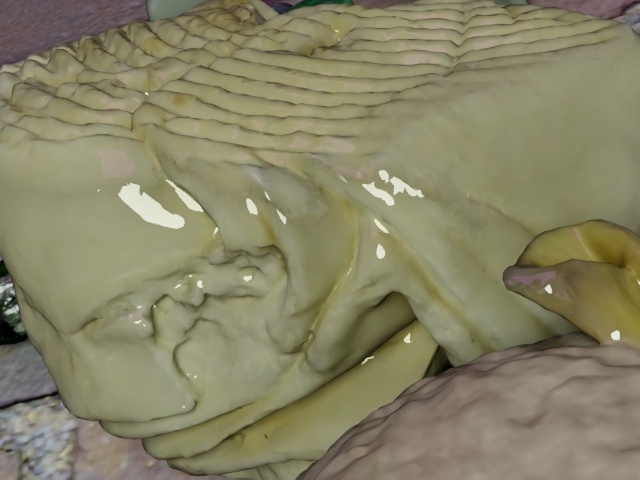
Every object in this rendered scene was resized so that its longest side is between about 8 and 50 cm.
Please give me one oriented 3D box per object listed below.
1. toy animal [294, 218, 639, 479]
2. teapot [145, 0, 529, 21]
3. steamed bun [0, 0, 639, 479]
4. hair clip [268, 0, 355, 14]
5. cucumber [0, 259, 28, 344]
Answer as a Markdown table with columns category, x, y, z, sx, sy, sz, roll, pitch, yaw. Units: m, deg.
| category | x | y | z | sx | sy | sz | roll | pitch | yaw |
| --- | --- | --- | --- | --- | --- | --- | --- | --- | --- |
| toy animal | 0.084 | 0.139 | 0.399 | 0.358 | 0.188 | 0.226 | -23 | 43 | -21 |
| teapot | 0.027 | -0.253 | 0.938 | 0.318 | 0.149 | 0.220 | 3 | 53 | 26 |
| steamed bun | 0.001 | 0.001 | 0.614 | 0.289 | 0.203 | 0.276 | -14 | 27 | -11 |
| hair clip | -0.059 | -0.119 | 0.869 | 0.195 | 0.052 | 0.124 | -13 | 25 | 37 |
| cucumber | -0.096 | -0.023 | 0.793 | 0.294 | 0.067 | 0.067 | -33 | 39 | -11 |
